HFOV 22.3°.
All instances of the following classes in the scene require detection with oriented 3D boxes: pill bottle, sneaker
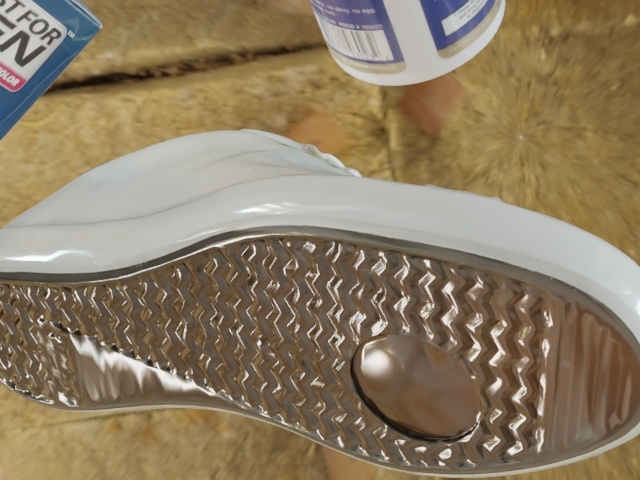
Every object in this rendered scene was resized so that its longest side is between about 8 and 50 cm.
[{"bbox_3d":[0.024,-0.163,0.762,0.094,0.094,0.169,-12,-43,13],"label":"pill bottle"},{"bbox_3d":[0.000,0.000,0.565,0.290,0.123,0.106,4,-53,38],"label":"sneaker"}]

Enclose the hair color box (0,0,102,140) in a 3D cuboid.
[{"bbox_3d":[-0.286,-0.040,0.784,0.347,0.105,0.174,-47,-126,4],"label":"hair color box"}]
